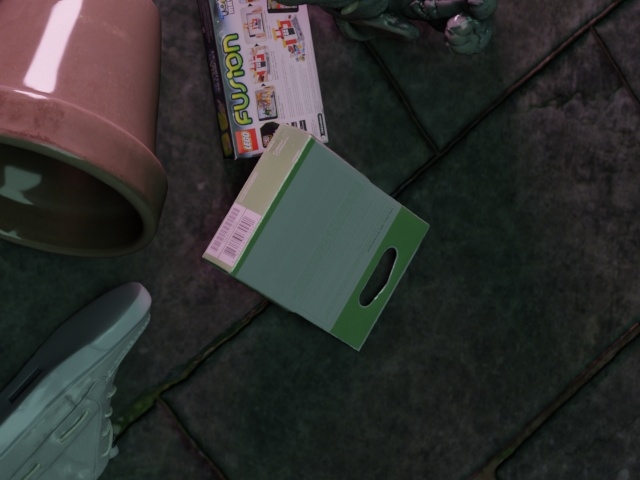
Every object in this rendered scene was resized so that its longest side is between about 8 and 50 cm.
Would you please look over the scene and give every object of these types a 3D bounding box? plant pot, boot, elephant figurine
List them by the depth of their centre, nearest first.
[{"bbox_3d":[-0.255,-0.139,1.692,0.263,0.263,0.229,24,67,-24],"label":"plant pot"},{"bbox_3d":[-0.245,0.168,1.793,0.258,0.095,0.123,-44,116,-7],"label":"boot"},{"bbox_3d":[0.063,-0.281,1.867,0.239,0.186,0.169,-3,58,1],"label":"elephant figurine"}]

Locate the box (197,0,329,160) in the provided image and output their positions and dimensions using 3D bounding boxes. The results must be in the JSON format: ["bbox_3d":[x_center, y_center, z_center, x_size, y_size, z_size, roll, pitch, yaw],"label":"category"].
[{"bbox_3d":[-0.063,-0.197,1.870,0.114,0.036,0.207,-12,98,-23],"label":"box"}]

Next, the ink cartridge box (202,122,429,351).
[{"bbox_3d":[0.000,0.000,1.898,0.235,0.056,0.171,34,84,-47],"label":"ink cartridge box"}]
